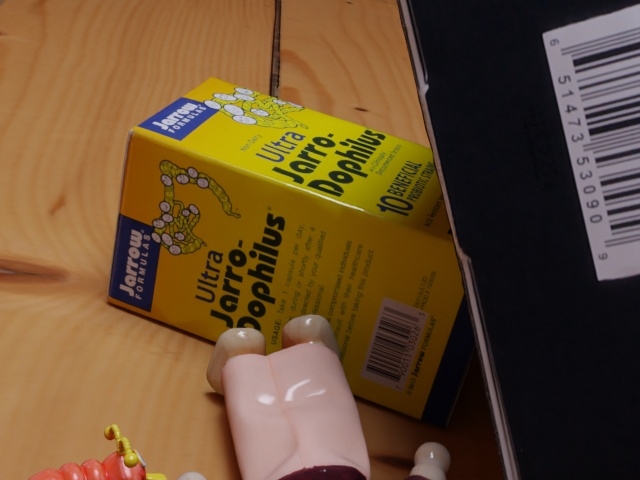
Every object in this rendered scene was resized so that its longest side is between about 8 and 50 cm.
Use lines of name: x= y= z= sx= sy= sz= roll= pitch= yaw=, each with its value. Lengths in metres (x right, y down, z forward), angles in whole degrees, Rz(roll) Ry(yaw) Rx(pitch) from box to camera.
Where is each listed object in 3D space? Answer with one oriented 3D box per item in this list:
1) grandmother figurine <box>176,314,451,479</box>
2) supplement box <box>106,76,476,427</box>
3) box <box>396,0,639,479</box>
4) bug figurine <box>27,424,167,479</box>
grandmother figurine: x=-0.001 y=0.194 z=0.708 sx=0.207 sy=0.104 sz=0.342 roll=-17 pitch=35 yaw=1
supplement box: x=0.000 y=0.000 z=0.942 sx=0.356 sy=0.195 sz=0.194 roll=19 pitch=29 yaw=10
box: x=0.290 y=-0.096 z=0.790 sx=0.297 sy=0.480 sz=0.472 roll=-13 pitch=1 yaw=22
bug figurine: x=-0.156 y=0.194 z=0.551 sx=0.216 sy=0.072 sz=0.279 roll=-12 pitch=14 yaw=-29
